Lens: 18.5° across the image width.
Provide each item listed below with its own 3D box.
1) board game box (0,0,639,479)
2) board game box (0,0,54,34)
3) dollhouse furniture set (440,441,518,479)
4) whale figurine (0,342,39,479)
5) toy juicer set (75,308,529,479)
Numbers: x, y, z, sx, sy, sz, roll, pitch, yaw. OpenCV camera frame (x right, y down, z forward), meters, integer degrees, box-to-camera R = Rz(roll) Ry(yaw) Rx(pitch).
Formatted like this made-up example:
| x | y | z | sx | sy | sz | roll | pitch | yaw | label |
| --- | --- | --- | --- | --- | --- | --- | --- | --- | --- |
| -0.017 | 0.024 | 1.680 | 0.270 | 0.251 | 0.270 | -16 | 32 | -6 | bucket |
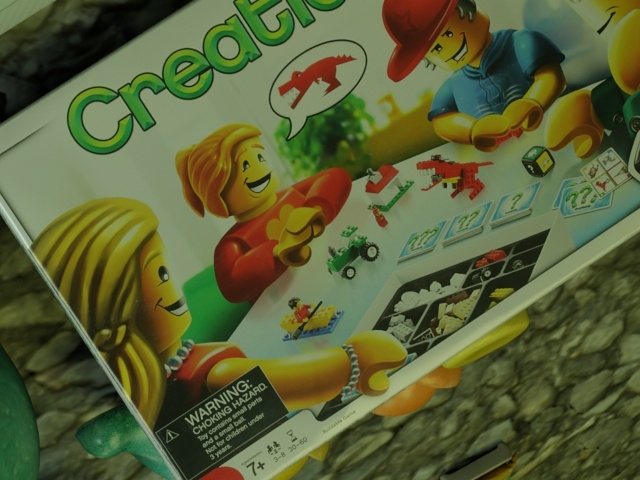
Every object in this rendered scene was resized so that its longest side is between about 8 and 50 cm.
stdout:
| x | y | z | sx | sy | sz | roll | pitch | yaw | label |
| --- | --- | --- | --- | --- | --- | --- | --- | --- | --- |
| 0.022 | -0.042 | 0.869 | 0.305 | 0.193 | 0.053 | -34 | -172 | -6 | board game box |
| -0.234 | -0.093 | 0.594 | 0.303 | 0.097 | 0.224 | -32 | 157 | -6 | board game box |
| 0.088 | 0.212 | 1.403 | 0.151 | 0.058 | 0.076 | -26 | 149 | -17 | dollhouse furniture set |
| -0.248 | 0.132 | 0.862 | 0.272 | 0.141 | 0.216 | -30 | 150 | -11 | whale figurine |
| -0.055 | 0.092 | 1.080 | 0.329 | 0.089 | 0.209 | -25 | 169 | -16 | toy juicer set |
